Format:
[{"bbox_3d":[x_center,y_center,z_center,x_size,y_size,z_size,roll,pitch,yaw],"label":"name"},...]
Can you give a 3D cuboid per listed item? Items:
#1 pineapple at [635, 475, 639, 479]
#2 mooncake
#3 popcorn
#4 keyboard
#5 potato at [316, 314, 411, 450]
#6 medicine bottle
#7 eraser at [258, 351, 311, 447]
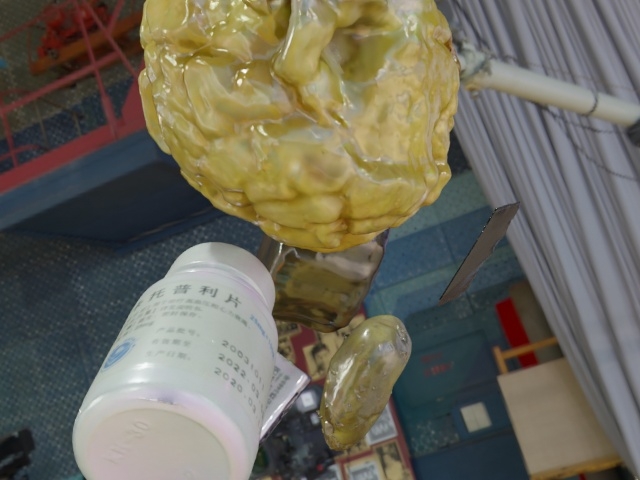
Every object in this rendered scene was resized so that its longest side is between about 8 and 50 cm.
[{"bbox_3d":[0.481,0.344,0.920,0.361,0.175,0.175,-32,-10,-1],"label":"pineapple"},{"bbox_3d":[0.000,0.000,1.164,0.161,0.290,0.290,19,-20,-10],"label":"mooncake"},{"bbox_3d":[-0.024,-0.184,0.877,0.354,0.389,0.344,-3,18,28],"label":"popcorn"},{"bbox_3d":[0.234,0.022,1.108,0.074,0.015,0.196,-12,-42,-41],"label":"keyboard"},{"bbox_3d":[0.080,0.286,1.484,0.141,0.296,0.191,24,5,10],"label":"potato"},{"bbox_3d":[-0.132,0.129,0.777,0.170,0.170,0.293,-22,23,17],"label":"medicine bottle"},{"bbox_3d":[-0.138,0.299,1.086,0.287,0.086,0.130,-49,-7,-28],"label":"eraser"}]
